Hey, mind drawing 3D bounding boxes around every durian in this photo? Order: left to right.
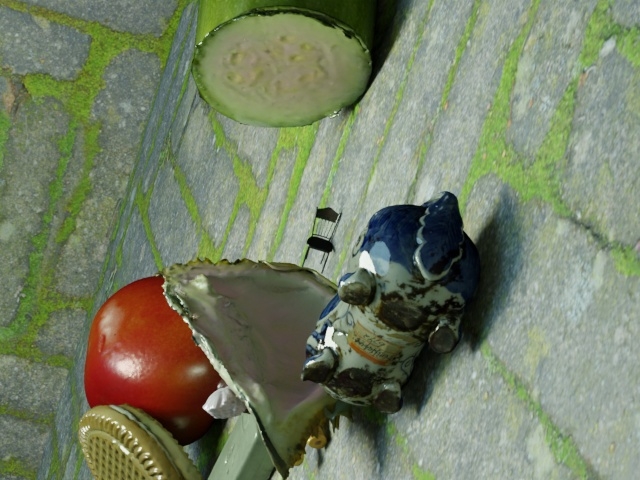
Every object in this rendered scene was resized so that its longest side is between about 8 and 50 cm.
[{"bbox_3d":[-0.033,0.127,1.809,0.305,0.195,0.185,52,170,36],"label":"durian"}]

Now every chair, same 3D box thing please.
[{"bbox_3d":[0.000,0.000,2.086,0.042,0.037,0.086,-86,12,-70],"label":"chair"}]

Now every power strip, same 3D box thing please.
[{"bbox_3d":[-0.100,0.304,2.122,0.093,0.053,0.288,-98,27,-51],"label":"power strip"}]

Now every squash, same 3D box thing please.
[{"bbox_3d":[-0.044,-0.379,2.176,0.263,0.263,0.384,127,152,-52],"label":"squash"}]

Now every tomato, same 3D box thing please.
[{"bbox_3d":[-0.262,0.194,2.440,0.298,0.226,0.298,-167,90,-70],"label":"tomato"}]

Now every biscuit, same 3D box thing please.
[{"bbox_3d":[-0.264,0.354,2.308,0.079,0.259,0.259,-36,-6,-32],"label":"biscuit"}]

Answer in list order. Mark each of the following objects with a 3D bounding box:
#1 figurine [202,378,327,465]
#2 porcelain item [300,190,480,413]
[{"bbox_3d":[-0.062,0.182,1.977,0.175,0.116,0.240,-32,37,3],"label":"figurine"},{"bbox_3d":[0.082,0.060,1.649,0.288,0.138,0.186,117,177,-48],"label":"porcelain item"}]
